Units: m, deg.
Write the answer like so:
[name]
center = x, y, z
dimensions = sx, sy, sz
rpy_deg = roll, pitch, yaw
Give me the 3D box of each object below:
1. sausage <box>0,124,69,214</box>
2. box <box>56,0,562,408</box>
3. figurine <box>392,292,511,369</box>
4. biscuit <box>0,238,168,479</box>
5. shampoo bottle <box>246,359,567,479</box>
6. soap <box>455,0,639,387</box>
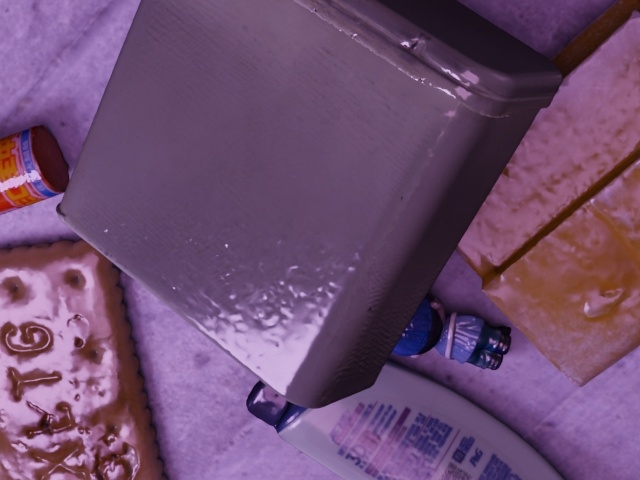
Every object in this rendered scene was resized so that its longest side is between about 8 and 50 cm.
[sausage]
center = -0.389, -0.043, 1.494
dimensions = 0.274, 0.074, 0.074
rpy_deg = -17, 102, 14
[box]
center = -0.027, -0.089, 1.322
dimensions = 0.352, 0.177, 0.343
rpy_deg = 36, 112, 21
[figurine]
center = 0.115, 0.093, 1.446
dimensions = 0.136, 0.079, 0.077
rpy_deg = 24, 122, 1
[biscuit]
center = -0.284, 0.161, 1.550
dimensions = 0.217, 0.044, 0.324
rpy_deg = -8, 104, 10
[shampoo bottle]
center = 0.106, 0.212, 1.483
dimensions = 0.359, 0.078, 0.134
rpy_deg = 33, 92, -1
[soap]
center = 0.267, -0.045, 1.360
dimensions = 0.259, 0.143, 0.281
rpy_deg = 46, 112, -3
